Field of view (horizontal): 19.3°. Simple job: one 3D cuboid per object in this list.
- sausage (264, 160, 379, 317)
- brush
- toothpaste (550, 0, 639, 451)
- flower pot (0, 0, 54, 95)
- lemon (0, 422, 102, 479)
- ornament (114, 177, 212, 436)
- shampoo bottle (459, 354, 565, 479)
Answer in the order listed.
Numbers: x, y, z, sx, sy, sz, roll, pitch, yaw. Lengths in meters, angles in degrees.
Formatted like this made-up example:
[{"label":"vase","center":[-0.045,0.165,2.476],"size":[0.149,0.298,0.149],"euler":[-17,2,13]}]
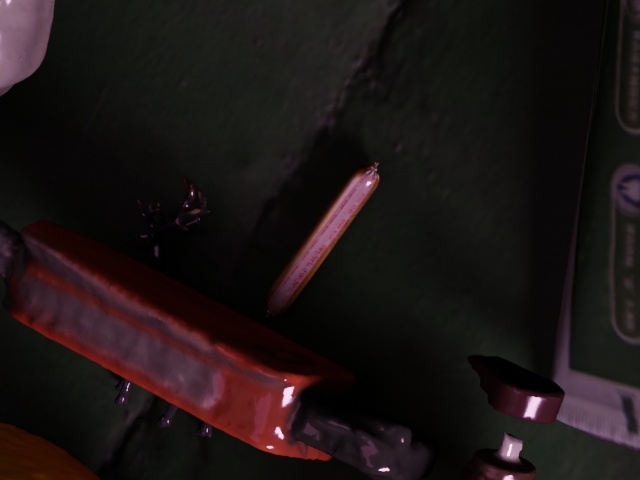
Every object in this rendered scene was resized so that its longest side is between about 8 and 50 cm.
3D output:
[{"label":"sausage","center":[0.000,0.000,0.913],"size":[0.015,0.015,0.100],"euler":[48,116,28]},{"label":"brush","center":[-0.082,0.045,0.912],"size":[0.323,0.070,0.051],"euler":[27,102,32]},{"label":"toothpaste","center":[0.150,-0.104,0.771],"size":[0.099,0.061,0.392],"euler":[13,103,45]},{"label":"flower pot","center":[-0.311,-0.147,1.007],"size":[0.367,0.254,0.164],"euler":[12,97,36]},{"label":"lemon","center":[-0.186,0.209,0.912],"size":[0.320,0.245,0.245],"euler":[43,115,45]},{"label":"ornament","center":[-0.074,0.031,0.962],"size":[0.073,0.028,0.125],"euler":[20,103,37]},{"label":"shampoo bottle","center":[0.059,0.170,0.834],"size":[0.068,0.067,0.236],"euler":[24,104,30]}]
